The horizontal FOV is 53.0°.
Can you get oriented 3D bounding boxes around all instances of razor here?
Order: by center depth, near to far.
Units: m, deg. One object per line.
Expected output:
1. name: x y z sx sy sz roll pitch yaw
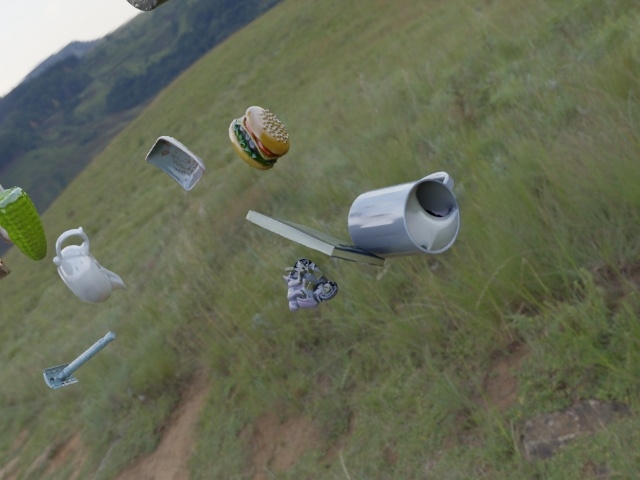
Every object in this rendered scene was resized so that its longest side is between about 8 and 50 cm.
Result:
1. razor: -0.683 0.341 1.862 0.232 0.068 0.106 -37 -11 15

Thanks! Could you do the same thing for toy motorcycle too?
1. toy motorcycle: -0.046 0.144 1.929 0.152 0.073 0.225 -44 39 -5

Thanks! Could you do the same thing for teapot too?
1. teapot: -0.729 0.093 2.004 0.139 0.298 0.204 -35 49 -10

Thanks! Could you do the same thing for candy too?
1. candy: -0.761 -0.034 1.646 0.096 0.210 0.097 -9 36 7

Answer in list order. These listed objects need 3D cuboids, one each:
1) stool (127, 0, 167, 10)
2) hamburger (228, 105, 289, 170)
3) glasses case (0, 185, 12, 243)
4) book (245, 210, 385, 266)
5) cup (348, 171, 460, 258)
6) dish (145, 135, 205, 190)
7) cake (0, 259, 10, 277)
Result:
1. stool: -0.381 -0.714 1.619 0.179 0.179 0.264 -12 27 49
2. hamburger: -0.151 -0.256 1.612 0.115 0.162 0.162 -34 22 27
3. glasses case: -0.959 -0.084 1.929 0.083 0.196 0.050 -40 11 -38
4. book: 0.000 0.000 1.954 0.299 0.428 0.039 24 94 26
5. cup: 0.280 -0.094 2.101 0.323 0.237 0.326 -52 21 -23
6. dish: -0.544 -0.307 2.467 0.151 0.212 0.077 -42 17 40
7. cake: -1.034 0.059 1.785 0.230 0.237 0.309 -35 10 -17
